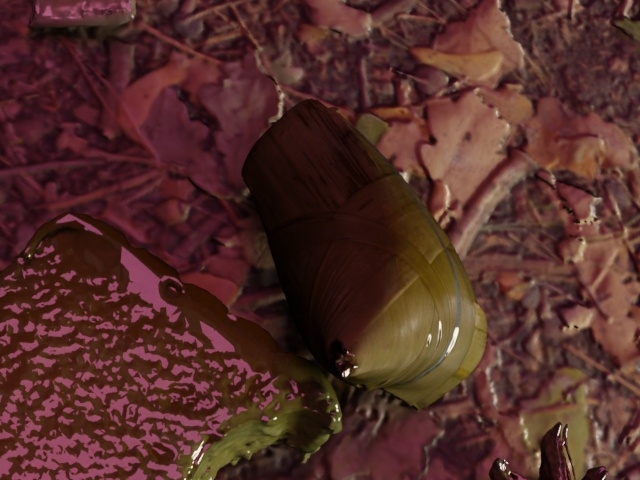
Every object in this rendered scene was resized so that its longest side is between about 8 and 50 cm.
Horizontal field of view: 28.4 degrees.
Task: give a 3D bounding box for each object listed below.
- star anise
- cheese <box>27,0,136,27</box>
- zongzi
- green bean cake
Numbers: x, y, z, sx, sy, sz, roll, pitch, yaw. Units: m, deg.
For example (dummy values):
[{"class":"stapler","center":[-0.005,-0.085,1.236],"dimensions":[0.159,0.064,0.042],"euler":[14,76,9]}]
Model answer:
[{"class":"star anise","center":[0.165,0.199,0.866],"dimensions":[0.141,0.042,0.141],"euler":[7,64,-16]},{"class":"cheese","center":[-0.188,-0.341,1.018],"dimensions":[0.085,0.034,0.400],"euler":[-5,67,3]},{"class":"zongzi","center":[0.000,0.000,0.815],"dimensions":[0.115,0.256,0.228],"euler":[-38,73,16]},{"class":"green bean cake","center":[-0.134,0.137,0.767],"dimensions":[0.233,0.124,0.236],"euler":[35,61,3]}]
